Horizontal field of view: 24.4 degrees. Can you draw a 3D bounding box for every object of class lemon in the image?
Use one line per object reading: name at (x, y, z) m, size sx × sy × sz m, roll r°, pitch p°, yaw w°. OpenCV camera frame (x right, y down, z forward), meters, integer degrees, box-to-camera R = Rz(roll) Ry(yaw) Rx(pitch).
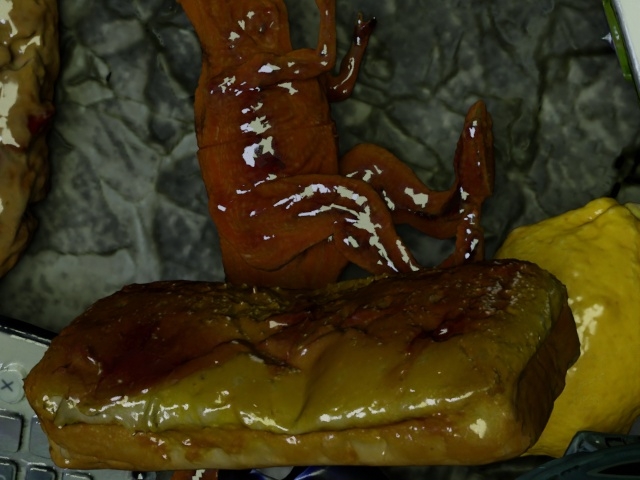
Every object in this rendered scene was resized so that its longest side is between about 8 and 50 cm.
lemon at (0.134, 0.048, 0.802) m, size 0.114 × 0.114 × 0.155 m, roll 25°, pitch 93°, yaw 8°

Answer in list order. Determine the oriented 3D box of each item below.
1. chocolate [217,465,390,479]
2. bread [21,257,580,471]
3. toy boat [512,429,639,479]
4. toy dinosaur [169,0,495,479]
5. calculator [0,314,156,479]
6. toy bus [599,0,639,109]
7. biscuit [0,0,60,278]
chocolate at (0.089, 0.210, 0.810) m, size 0.343 × 0.148 × 0.126 m, roll 30°, pitch 132°, yaw 1°
bread at (-0.015, 0.065, 0.735) m, size 0.271 × 0.139 × 0.077 m, roll -4°, pitch 111°, yaw 28°
toy boat at (0.182, 0.153, 0.735) m, size 0.296 × 0.122 × 0.114 m, roll 9°, pitch 102°, yaw -34°
toy dinosaur at (0.000, 0.000, 0.834) m, size 0.208 × 0.097 × 0.432 m, roll 3°, pitch 92°, yaw 20°
calculator at (-0.228, 0.112, 0.872) m, size 0.268 × 0.040 × 0.177 m, roll 14°, pitch 119°, yaw 0°
toy bus at (0.221, -0.050, 0.766) m, size 0.113 × 0.139 × 0.301 m, roll -17°, pitch 92°, yaw 13°
biscuit at (-0.301, -0.088, 0.889) m, size 0.289 × 0.081 × 0.334 m, roll -2°, pitch 93°, yaw 8°
